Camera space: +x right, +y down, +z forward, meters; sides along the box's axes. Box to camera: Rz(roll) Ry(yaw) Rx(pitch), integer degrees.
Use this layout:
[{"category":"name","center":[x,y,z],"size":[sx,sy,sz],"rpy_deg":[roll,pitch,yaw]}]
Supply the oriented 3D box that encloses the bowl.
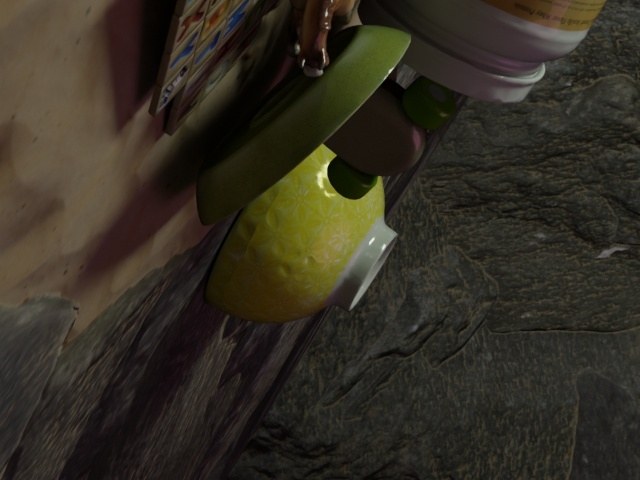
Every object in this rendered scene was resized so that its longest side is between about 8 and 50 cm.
[{"category":"bowl","center":[0.000,0.000,1.434],"size":[0.289,0.156,0.289],"rpy_deg":[-55,172,-11]}]

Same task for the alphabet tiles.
[{"category":"alphabet tiles","center":[-0.057,-0.171,0.821],"size":[0.198,0.009,0.237],"rpy_deg":[-54,178,-30]}]

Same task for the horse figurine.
[{"category":"horse figurine","center":[0.033,-0.245,0.930],"size":[0.263,0.066,0.174],"rpy_deg":[-61,179,-3]}]

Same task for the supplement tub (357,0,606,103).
[{"category":"supplement tub","center":[0.186,-0.310,1.077],"size":[0.316,0.228,0.228],"rpy_deg":[-62,171,29]}]

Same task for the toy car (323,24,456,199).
[{"category":"toy car","center":[0.054,-0.168,1.215],"size":[0.155,0.149,0.188],"rpy_deg":[-42,-160,38]}]

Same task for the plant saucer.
[{"category":"plant saucer","center":[-0.025,-0.108,0.993],"size":[0.241,0.037,0.241],"rpy_deg":[-39,-166,12]}]
